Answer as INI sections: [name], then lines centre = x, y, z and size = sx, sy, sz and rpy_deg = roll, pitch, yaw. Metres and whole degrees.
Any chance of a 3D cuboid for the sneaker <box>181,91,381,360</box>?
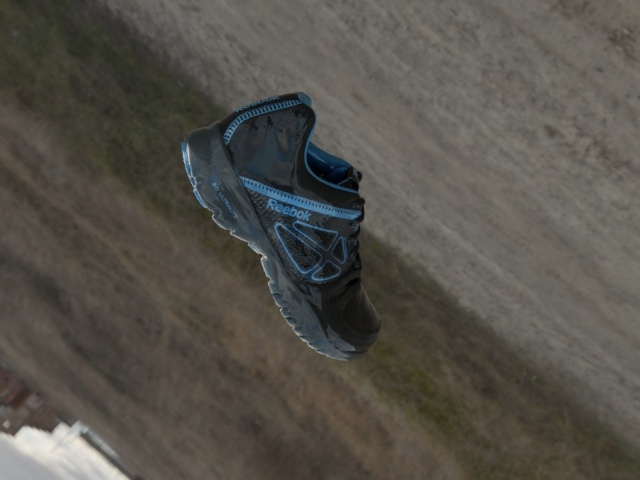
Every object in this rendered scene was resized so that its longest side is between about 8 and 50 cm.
[sneaker]
centre = 0.000, 0.000, 0.855
size = 0.341, 0.140, 0.125
rpy_deg = 55, -169, -39
